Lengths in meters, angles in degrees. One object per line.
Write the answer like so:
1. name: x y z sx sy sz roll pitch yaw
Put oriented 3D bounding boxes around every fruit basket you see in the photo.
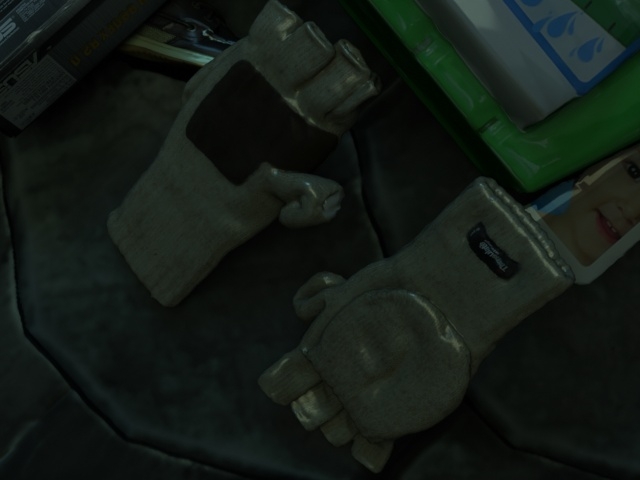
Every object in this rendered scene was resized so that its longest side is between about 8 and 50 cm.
1. fruit basket: 0.170 -0.204 0.548 0.353 0.165 0.327 -39 96 8

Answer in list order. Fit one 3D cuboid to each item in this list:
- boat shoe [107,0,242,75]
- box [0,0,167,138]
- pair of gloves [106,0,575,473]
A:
1. boat shoe: -0.084 -0.129 0.655 0.152 0.056 0.049 14 91 7
2. box: -0.160 -0.203 0.646 0.231 0.056 0.183 -42 64 0
3. pair of gloves: 0.000 0.000 0.606 0.240 0.042 0.204 44 120 12
